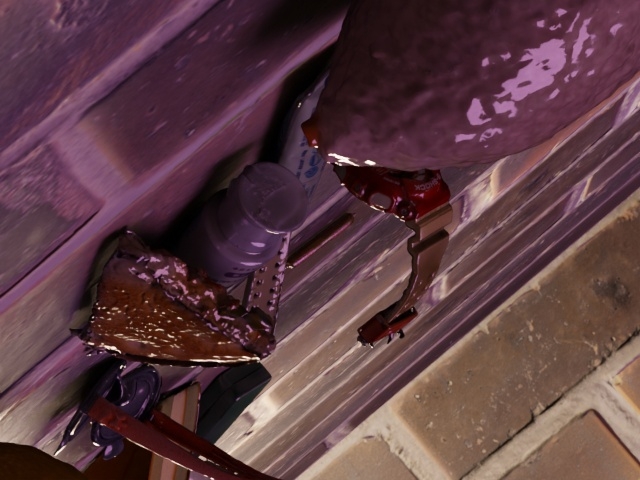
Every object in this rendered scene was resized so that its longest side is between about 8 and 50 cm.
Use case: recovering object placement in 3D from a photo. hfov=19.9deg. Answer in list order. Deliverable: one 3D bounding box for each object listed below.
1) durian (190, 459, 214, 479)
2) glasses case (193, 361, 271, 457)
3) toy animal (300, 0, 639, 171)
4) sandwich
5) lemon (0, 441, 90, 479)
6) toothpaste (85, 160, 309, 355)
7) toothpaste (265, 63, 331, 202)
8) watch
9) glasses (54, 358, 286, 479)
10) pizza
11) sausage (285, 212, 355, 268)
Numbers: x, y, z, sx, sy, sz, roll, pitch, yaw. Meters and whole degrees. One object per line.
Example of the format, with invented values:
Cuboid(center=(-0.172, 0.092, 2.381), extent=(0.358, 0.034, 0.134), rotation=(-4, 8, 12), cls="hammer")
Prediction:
Cuboid(center=(-0.210, 0.366, 2.384), extent=(0.252, 0.139, 0.144), rotation=(-27, 158, -49), cls="durian")
Cuboid(center=(-0.135, 0.220, 2.316), extent=(0.078, 0.039, 0.184), rotation=(-29, 164, -48), cls="glasses case")
Cuboid(center=(0.136, -0.171, 1.301), extent=(0.358, 0.188, 0.226), rotation=(-36, 158, -20), cls="toy animal")
Cuboid(center=(-0.180, 0.283, 2.141), extent=(0.187, 0.144, 0.117), rotation=(-45, 171, 24), cls="sandwich")
Cuboid(center=(-0.290, 0.286, 1.564), extent=(0.228, 0.228, 0.253), rotation=(-44, 164, 18), cls="lemon")
Cuboid(center=(-0.107, 0.027, 1.595), extent=(0.114, 0.073, 0.299), rotation=(-31, 173, -38), cls="toothpaste")
Cuboid(center=(-0.018, -0.074, 1.534), extent=(0.069, 0.047, 0.268), rotation=(-16, 158, -21), cls="toothpaste")
Cuboid(center=(0.021, 0.023, 1.678), extent=(0.102, 0.165, 0.268), rotation=(-27, 141, -51), cls="watch")
Cuboid(center=(-0.120, 0.225, 1.822), extent=(0.118, 0.268, 0.234), rotation=(-59, 168, -4), cls="glasses")
Cuboid(center=(-0.135, 0.045, 1.509), extent=(0.195, 0.185, 0.052), rotation=(69, 26, -56), cls="pizza")
Cuboid(center=(0.000, 0.000, 1.969), extent=(0.100, 0.015, 0.015), rotation=(-37, 169, -17), cls="sausage")
